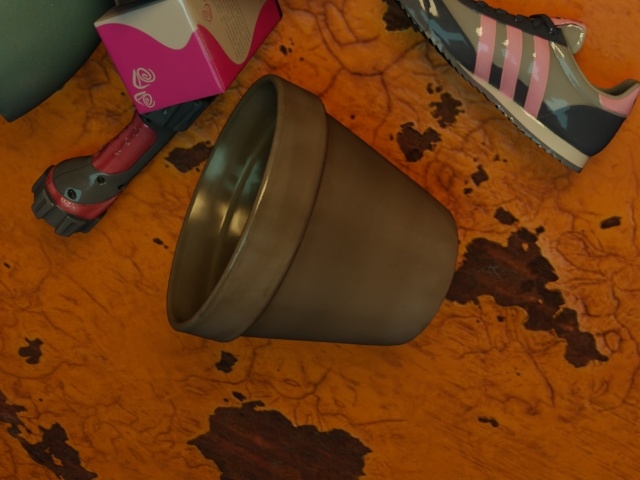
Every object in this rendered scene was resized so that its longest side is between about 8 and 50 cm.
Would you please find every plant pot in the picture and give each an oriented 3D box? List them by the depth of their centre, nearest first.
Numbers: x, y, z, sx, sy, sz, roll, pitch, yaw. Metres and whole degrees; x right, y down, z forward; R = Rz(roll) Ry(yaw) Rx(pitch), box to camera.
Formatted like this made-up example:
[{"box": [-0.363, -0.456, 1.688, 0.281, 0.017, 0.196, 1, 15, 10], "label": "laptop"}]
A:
[{"box": [-0.334, -0.306, 1.018, 0.196, 0.290, 0.290, -29, 117, -9], "label": "plant pot"}, {"box": [0.000, 0.000, 1.112, 0.281, 0.323, 0.323, 22, 128, -20], "label": "plant pot"}]

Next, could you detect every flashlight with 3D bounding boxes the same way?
[{"box": [-0.269, -0.123, 1.201, 0.103, 0.103, 0.304, 43, 125, -11], "label": "flashlight"}]

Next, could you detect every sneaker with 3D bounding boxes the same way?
[{"box": [0.215, -0.221, 1.012, 0.319, 0.112, 0.131, 38, 108, -15], "label": "sneaker"}]

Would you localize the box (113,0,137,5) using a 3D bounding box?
[{"box": [-0.110, -0.358, 0.896, 0.271, 0.143, 0.165, -21, 120, -12], "label": "box"}]

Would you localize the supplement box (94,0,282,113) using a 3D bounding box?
[{"box": [-0.137, -0.245, 1.006, 0.114, 0.220, 0.111, -11, 119, 22], "label": "supplement box"}]
